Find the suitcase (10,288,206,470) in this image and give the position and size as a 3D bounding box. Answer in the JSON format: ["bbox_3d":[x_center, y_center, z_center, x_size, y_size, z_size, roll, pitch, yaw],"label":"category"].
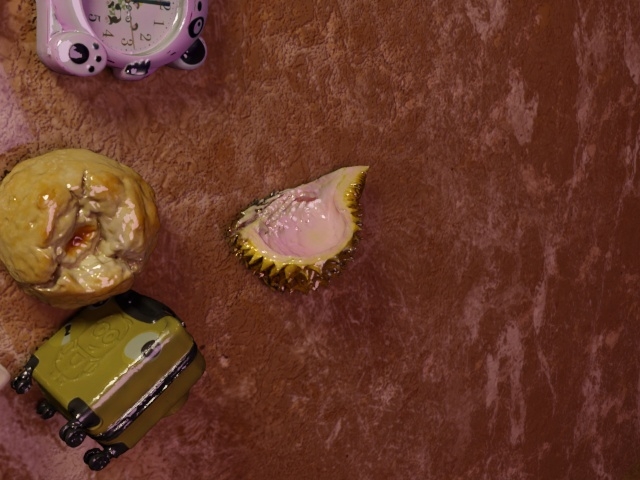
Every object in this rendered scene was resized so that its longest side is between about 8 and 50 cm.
[{"bbox_3d":[-0.299,0.195,1.177,0.235,0.194,0.143,-44,135,-22],"label":"suitcase"}]

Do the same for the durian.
[{"bbox_3d":[-0.008,0.012,1.439,0.305,0.186,0.195,-36,147,-37],"label":"durian"}]

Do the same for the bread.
[{"bbox_3d":[-0.330,-0.014,1.126,0.245,0.134,0.244,-13,113,-34],"label":"bread"}]

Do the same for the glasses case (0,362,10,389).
[{"bbox_3d":[-0.531,0.077,0.975,0.076,0.144,0.336,-48,127,-19],"label":"glasses case"}]

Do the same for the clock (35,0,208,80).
[{"bbox_3d":[-0.267,-0.337,1.113,0.248,0.090,0.227,-6,107,-41],"label":"clock"}]
